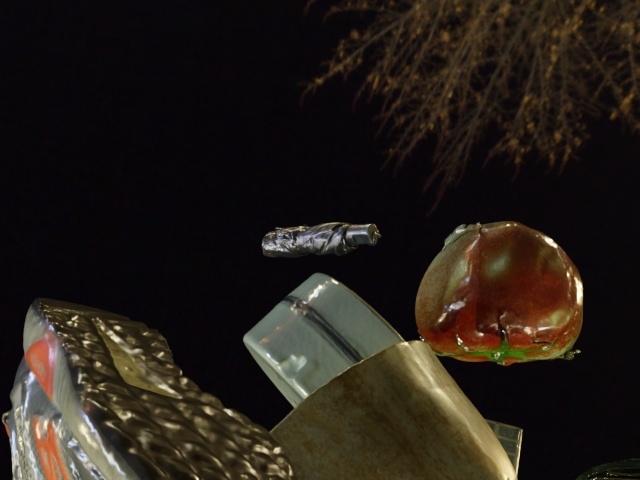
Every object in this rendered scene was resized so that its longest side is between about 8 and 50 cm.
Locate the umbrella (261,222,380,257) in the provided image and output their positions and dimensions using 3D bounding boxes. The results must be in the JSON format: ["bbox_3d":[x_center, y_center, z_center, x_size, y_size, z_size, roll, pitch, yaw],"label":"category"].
[{"bbox_3d":[0.000,0.000,1.358,0.236,0.059,0.066,-2,-145,42],"label":"umbrella"}]

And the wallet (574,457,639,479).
[{"bbox_3d":[0.387,0.247,0.812,0.160,0.236,0.055,17,-112,-55],"label":"wallet"}]

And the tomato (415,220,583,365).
[{"bbox_3d":[0.321,0.095,1.467,0.304,0.303,0.238,7,-108,-10],"label":"tomato"}]

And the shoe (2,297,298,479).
[{"bbox_3d":[-0.144,0.168,0.549,0.132,0.171,0.336,20,-175,-38],"label":"shoe"}]

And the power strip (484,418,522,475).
[{"bbox_3d":[0.247,0.319,1.192,0.082,0.035,0.192,14,-161,13],"label":"power strip"}]

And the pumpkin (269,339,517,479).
[{"bbox_3d":[0.042,0.284,0.854,0.332,0.332,0.199,-23,-116,-30],"label":"pumpkin"}]

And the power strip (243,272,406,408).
[{"bbox_3d":[0.049,0.225,1.259,0.161,0.357,0.357,-41,-111,-13],"label":"power strip"}]
